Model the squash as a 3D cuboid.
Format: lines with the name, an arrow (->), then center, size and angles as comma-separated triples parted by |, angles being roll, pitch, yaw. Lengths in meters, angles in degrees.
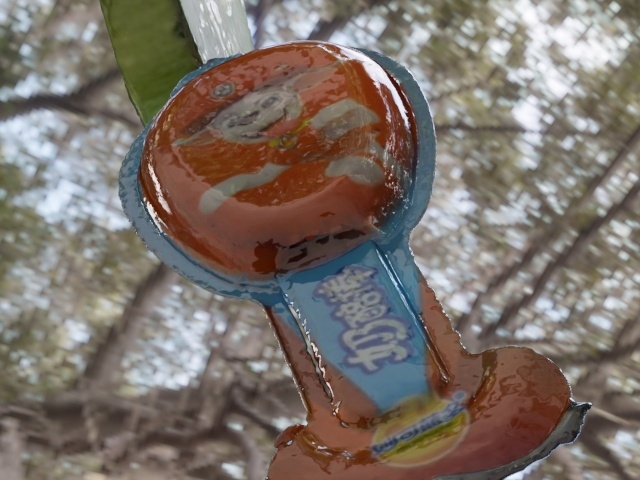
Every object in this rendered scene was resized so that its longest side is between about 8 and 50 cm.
squash -> -0.079, -0.144, 0.970 | 0.041, 0.219, 0.219 | -16, -113, 8

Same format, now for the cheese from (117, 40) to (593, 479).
cheese -> 0.000, 0.000, 0.587 | 0.106, 0.037, 0.256 | -25, -145, -2
